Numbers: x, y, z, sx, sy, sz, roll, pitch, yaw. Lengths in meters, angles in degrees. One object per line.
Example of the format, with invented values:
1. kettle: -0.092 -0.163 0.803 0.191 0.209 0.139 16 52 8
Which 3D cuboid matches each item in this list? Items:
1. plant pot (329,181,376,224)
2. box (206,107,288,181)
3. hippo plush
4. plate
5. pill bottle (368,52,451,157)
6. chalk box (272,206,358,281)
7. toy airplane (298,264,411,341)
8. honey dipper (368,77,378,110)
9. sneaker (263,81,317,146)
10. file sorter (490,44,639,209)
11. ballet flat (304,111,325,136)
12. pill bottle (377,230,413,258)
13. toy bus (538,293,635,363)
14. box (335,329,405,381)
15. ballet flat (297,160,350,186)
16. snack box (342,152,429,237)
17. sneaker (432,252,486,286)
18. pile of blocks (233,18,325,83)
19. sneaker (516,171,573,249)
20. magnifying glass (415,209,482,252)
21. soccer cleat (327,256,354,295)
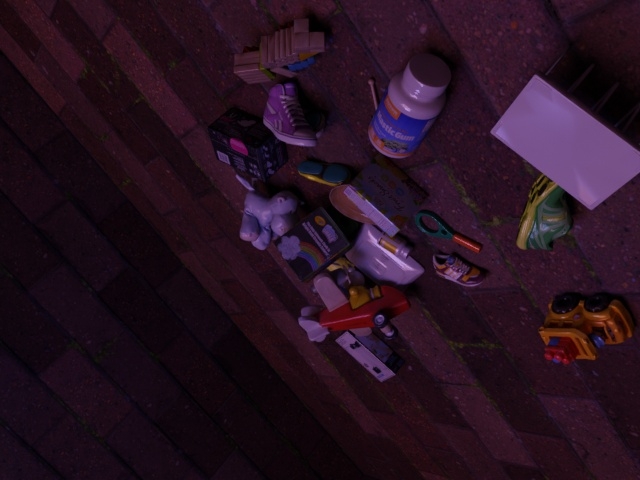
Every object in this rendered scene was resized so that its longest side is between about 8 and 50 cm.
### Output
1. plant pot: 0.146 -0.128 1.997 0.236 0.032 0.236 16 155 8
2. box: -0.260 -0.347 2.163 0.247 0.142 0.163 27 148 28
3. hippo plush: -0.167 -0.114 2.345 0.236 0.234 0.294 -4 85 31
4. plate: 0.223 0.085 2.230 0.277 0.045 0.278 41 150 6
5. pill bottle: 0.232 -0.348 1.555 0.152 0.152 0.272 39 151 8
6. chalk box: 0.000 0.000 2.189 0.180 0.289 0.179 54 180 8
7. toy airplane: 0.101 0.244 2.274 0.384 0.272 0.386 14 148 -16
8. honey dipper: 0.159 -0.390 1.717 0.030 0.030 0.160 16 137 39
9. sneaker: -0.093 -0.401 1.859 0.282 0.102 0.161 42 127 43
10. file sorter: 0.554 -0.247 1.274 0.278 0.173 0.193 40 151 7
11. ballet flat: -0.040 -0.363 1.959 0.077 0.091 0.241 24 167 -32
12. pill bottle: 0.259 0.014 2.074 0.116 0.065 0.065 33 149 18
13. toy bus: 0.731 0.267 1.683 0.220 0.211 0.149 -9 120 53
14. box: 0.221 0.500 2.718 0.290 0.087 0.169 43 150 2
15. ballet flat: 0.023 -0.225 2.060 0.231 0.077 0.077 18 163 38
16. snack box: 0.200 -0.141 1.835 0.207 0.174 0.070 42 151 3
17. sneaker: 0.445 0.091 1.943 0.185 0.069 0.084 12 143 41
18. pile of blocks: -0.108 -0.565 1.765 0.362 0.149 0.112 -6 82 42
19. sneaker: 0.593 -0.084 1.533 0.123 0.109 0.295 12 142 9
20. magnifying glass: 0.403 -0.025 1.895 0.231 0.026 0.092 32 148 23
21. soccer cleat: 0.072 0.093 2.407 0.121 0.093 0.289 -29 102 28
